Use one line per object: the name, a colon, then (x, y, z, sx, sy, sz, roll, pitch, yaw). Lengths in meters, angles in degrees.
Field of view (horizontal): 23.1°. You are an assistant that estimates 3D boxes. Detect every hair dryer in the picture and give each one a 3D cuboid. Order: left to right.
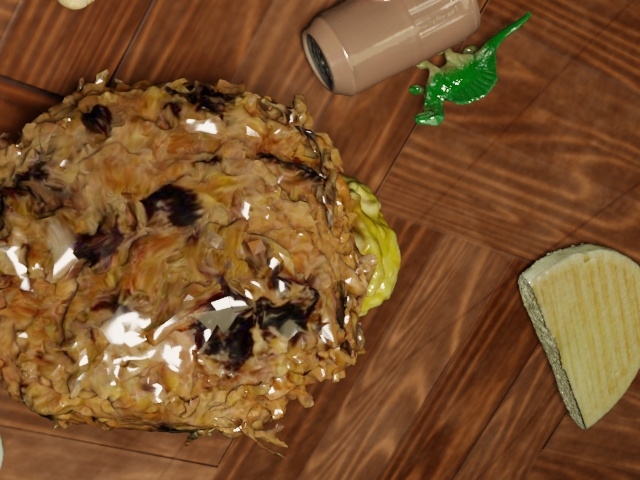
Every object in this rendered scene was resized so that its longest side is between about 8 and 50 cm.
hair dryer: (0.031, -0.195, 1.048, 0.117, 0.064, 0.182, -27, 122, -12)

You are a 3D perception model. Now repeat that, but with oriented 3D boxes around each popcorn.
popcorn: (0.000, 0.000, 1.120, 0.116, 0.120, 0.106, 44, 69, -78)

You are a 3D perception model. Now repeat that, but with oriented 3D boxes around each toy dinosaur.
toy dinosaur: (0.111, -0.124, 1.135, 0.119, 0.060, 0.029, -32, 136, -7)

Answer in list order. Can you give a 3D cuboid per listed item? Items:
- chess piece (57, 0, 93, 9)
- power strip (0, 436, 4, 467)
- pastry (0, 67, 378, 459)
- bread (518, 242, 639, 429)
chess piece: (-0.168, -0.210, 0.913, 0.060, 0.060, 0.172, -29, 133, -12)
power strip: (-0.337, 0.105, 0.962, 0.261, 0.141, 0.229, -21, 127, -23)
pastry: (-0.095, 0.020, 0.989, 0.275, 0.275, 0.193, -21, 148, -19)
bread: (0.238, 0.066, 1.360, 0.112, 0.036, 0.193, -36, 129, -13)
